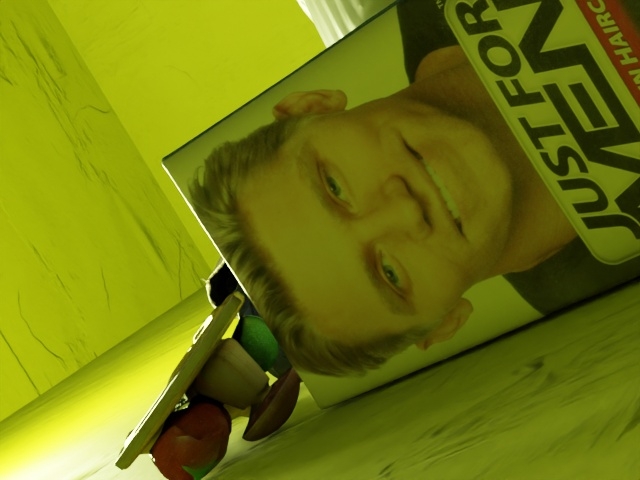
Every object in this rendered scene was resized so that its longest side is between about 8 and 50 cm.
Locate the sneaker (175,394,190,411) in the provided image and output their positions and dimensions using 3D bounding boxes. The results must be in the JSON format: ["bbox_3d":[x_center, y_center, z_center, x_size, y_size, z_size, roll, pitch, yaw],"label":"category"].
[{"bbox_3d":[-0.075,0.108,1.108,0.044,0.040,0.109,-30,2,-31],"label":"sneaker"}]

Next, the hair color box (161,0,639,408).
[{"bbox_3d":[0.091,-0.051,0.774,0.347,0.174,0.105,-29,5,44],"label":"hair color box"}]

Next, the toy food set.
[{"bbox_3d":[-0.061,0.101,0.932,0.128,0.071,0.218,-55,3,-5],"label":"toy food set"}]

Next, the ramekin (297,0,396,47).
[{"bbox_3d":[0.118,-0.162,0.929,0.273,0.127,0.273,-11,-31,-7],"label":"ramekin"}]

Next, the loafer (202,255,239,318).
[{"bbox_3d":[0.000,0.000,1.522,0.130,0.134,0.366,-38,-3,-37],"label":"loafer"}]

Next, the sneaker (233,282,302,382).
[{"bbox_3d":[0.003,0.036,1.137,0.100,0.108,0.271,-12,22,9],"label":"sneaker"}]
